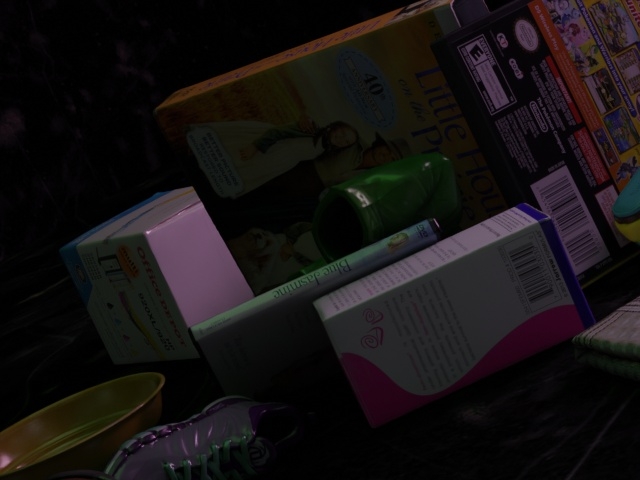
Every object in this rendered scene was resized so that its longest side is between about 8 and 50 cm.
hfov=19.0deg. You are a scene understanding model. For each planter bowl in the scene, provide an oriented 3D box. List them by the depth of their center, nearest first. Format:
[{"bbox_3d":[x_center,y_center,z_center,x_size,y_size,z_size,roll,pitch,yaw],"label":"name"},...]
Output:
[{"bbox_3d":[-0.229,0.213,1.810,0.217,0.090,0.217,-23,9,4],"label":"planter bowl"}]

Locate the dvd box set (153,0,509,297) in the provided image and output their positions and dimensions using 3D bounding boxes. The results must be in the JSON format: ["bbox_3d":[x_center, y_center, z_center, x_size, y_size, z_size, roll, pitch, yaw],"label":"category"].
[{"bbox_3d":[0.052,-0.069,2.009,0.420,0.307,0.062,-15,20,40],"label":"dvd box set"}]

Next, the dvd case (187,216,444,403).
[{"bbox_3d":[0.011,0.079,1.832,0.253,0.022,0.180,-25,-32,-2],"label":"dvd case"}]

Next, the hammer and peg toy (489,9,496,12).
[{"bbox_3d":[0.266,-0.158,2.190,0.361,0.266,0.127,-14,36,40],"label":"hammer and peg toy"}]

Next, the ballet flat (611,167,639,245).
[{"bbox_3d":[0.362,-0.085,1.843,0.231,0.077,0.077,-55,23,-16],"label":"ballet flat"}]

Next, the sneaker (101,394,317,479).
[{"bbox_3d":[-0.100,0.191,1.669,0.098,0.083,0.224,-9,17,40],"label":"sneaker"}]

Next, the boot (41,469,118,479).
[{"bbox_3d":[-0.295,0.299,1.513,0.264,0.096,0.280,-19,12,25],"label":"boot"}]

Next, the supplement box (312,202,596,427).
[{"bbox_3d":[0.116,0.065,1.721,0.220,0.111,0.114,-24,10,-3],"label":"supplement box"}]

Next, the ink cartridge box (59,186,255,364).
[{"bbox_3d":[-0.171,0.039,2.340,0.168,0.171,0.233,-31,11,-31],"label":"ink cartridge box"}]

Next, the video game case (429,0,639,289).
[{"bbox_3d":[0.264,-0.118,1.858,0.248,0.274,0.035,-29,5,-27],"label":"video game case"}]

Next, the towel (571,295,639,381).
[{"bbox_3d":[0.384,0.025,1.481,0.312,0.056,0.324,-27,11,-17],"label":"towel"}]

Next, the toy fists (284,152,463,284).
[{"bbox_3d":[0.061,0.012,1.894,0.142,0.096,0.279,-27,-23,-29],"label":"toy fists"}]
